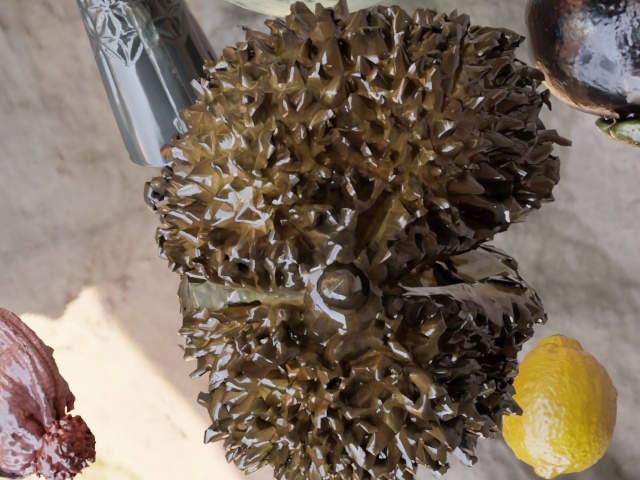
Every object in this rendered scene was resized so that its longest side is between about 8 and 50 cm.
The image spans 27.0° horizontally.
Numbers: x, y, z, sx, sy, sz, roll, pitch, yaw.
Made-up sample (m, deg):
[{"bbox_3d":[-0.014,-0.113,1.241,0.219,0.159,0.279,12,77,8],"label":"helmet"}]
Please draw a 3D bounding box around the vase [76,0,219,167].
[{"bbox_3d":[-0.200,-0.229,1.561,0.300,0.156,0.251,68,173,-32],"label":"vase"}]

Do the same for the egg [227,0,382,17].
[{"bbox_3d":[-0.016,-0.344,1.194,0.379,0.288,0.287,17,131,60],"label":"egg"}]

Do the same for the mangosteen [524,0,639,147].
[{"bbox_3d":[0.384,-0.246,1.589,0.288,0.288,0.288,40,147,33],"label":"mangosteen"}]

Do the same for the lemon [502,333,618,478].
[{"bbox_3d":[0.299,0.206,1.662,0.142,0.142,0.187,137,144,-62],"label":"lemon"}]

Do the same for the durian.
[{"bbox_3d":[0.017,0.003,0.494,0.196,0.167,0.196,-14,-90,-81],"label":"durian"}]

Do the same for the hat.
[{"bbox_3d":[-0.413,0.227,1.804,0.286,0.107,0.236,31,113,23],"label":"hat"}]
